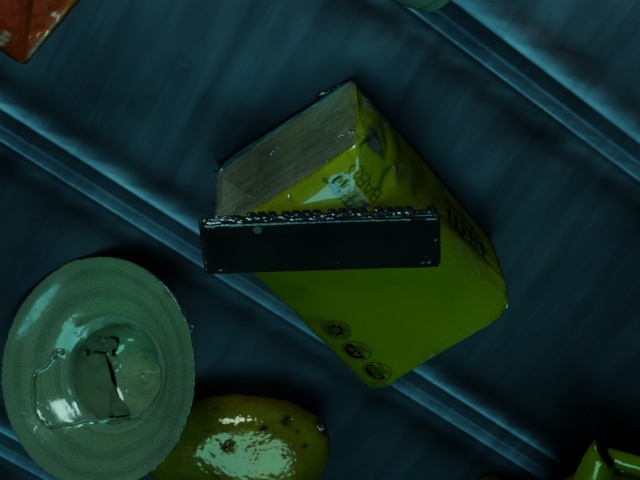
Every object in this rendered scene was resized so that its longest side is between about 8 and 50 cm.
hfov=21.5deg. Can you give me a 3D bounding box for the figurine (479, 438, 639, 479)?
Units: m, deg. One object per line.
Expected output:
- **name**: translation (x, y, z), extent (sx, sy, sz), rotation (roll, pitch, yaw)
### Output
- **figurine**: translation (0.374, 0.340, 1.962), extent (0.326, 0.169, 0.218), rotation (14, 151, -18)

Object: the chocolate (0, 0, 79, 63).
- **chocolate**: translation (-0.287, -0.314, 1.472), extent (0.237, 0.108, 0.235), rotation (32, 116, -25)

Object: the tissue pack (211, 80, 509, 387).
- **tissue pack**: translation (0.042, 0.002, 1.715), extent (0.192, 0.134, 0.271), rotation (-32, 122, 21)

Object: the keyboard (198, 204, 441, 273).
- **keyboard**: translation (0.000, -0.001, 1.616), extent (0.231, 0.023, 0.072), rotation (-2, 133, 3)

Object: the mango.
- **mango**: translation (-0.102, 0.242, 1.921), extent (0.227, 0.109, 0.147), rotation (-2, 132, 3)

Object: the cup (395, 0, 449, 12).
- **cup**: translation (0.060, -0.268, 1.520), extent (0.141, 0.120, 0.120), rotation (31, 122, -34)

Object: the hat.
- **hat**: translation (-0.214, 0.143, 1.834), extent (0.252, 0.252, 0.110), rotation (-28, 165, 20)
